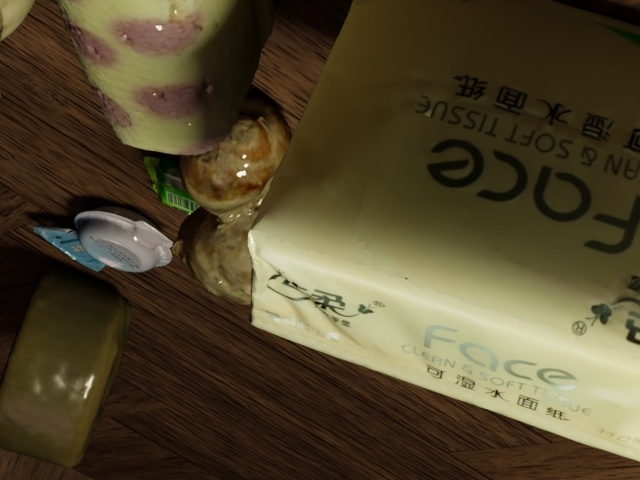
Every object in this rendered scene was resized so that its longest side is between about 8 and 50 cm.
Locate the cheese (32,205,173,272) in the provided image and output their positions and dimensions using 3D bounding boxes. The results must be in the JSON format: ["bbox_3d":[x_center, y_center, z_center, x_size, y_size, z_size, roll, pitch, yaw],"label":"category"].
[{"bbox_3d":[-0.284,0.001,2.109,0.135,0.052,0.244,39,152,-29],"label":"cheese"}]

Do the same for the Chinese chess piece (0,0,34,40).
[{"bbox_3d":[-0.393,-0.287,1.527,0.249,0.103,0.250,18,155,9],"label":"Chinese chess piece"}]

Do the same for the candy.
[{"bbox_3d":[-0.127,-0.051,1.891,0.178,0.032,0.102,20,153,8],"label":"candy"}]

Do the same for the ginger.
[{"bbox_3d":[0.000,0.000,1.724,0.375,0.176,0.256,27,140,-13],"label":"ginger"}]

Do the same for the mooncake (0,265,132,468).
[{"bbox_3d":[-0.378,0.189,2.313,0.155,0.284,0.284,17,157,-7],"label":"mooncake"}]

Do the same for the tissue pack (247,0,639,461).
[{"bbox_3d":[0.179,-0.030,1.305,0.404,0.332,0.205,18,152,10],"label":"tissue pack"}]

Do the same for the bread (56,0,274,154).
[{"bbox_3d":[-0.139,-0.228,1.337,0.155,0.187,0.338,14,157,13],"label":"bread"}]
